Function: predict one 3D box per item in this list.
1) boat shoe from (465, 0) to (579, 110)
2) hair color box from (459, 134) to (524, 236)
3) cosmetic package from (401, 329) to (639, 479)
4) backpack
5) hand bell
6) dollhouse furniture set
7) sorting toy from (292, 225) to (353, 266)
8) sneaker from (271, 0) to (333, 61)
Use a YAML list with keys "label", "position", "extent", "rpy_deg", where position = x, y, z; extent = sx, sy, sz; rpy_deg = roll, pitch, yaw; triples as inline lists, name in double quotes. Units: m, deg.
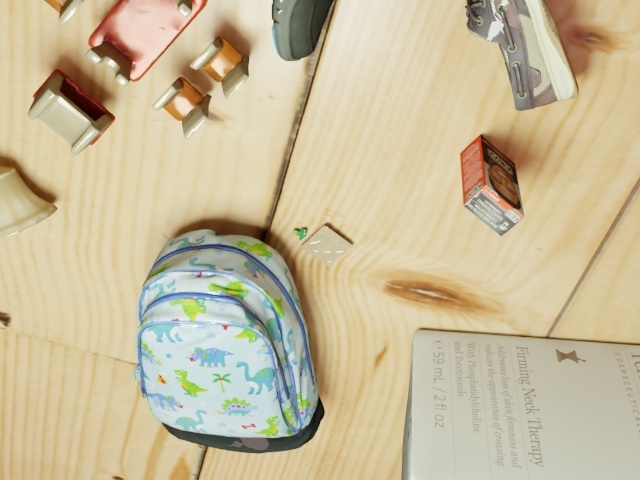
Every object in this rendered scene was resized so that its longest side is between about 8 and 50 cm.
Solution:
- label: "boat shoe"
  position: [0.217, -0.271, 0.972]
  extent: [0.092, 0.103, 0.285]
  rpy_deg: [-26, 123, 18]
- label: "hair color box"
  position: [0.224, -0.074, 1.080]
  extent: [0.072, 0.141, 0.043]
  rpy_deg: [36, 122, -17]
- label: "cosmetic package"
  position: [0.324, 0.371, 1.261]
  extent: [0.393, 0.329, 0.328]
  rpy_deg: [3, 124, 4]
- label: "backpack"
  position: [-0.147, 0.156, 1.247]
  extent: [0.289, 0.273, 0.356]
  rpy_deg: [7, 113, 11]
- label: "hand bell"
  position: [-0.491, -0.128, 1.181]
  extent: [0.126, 0.126, 0.242]
  rpy_deg: [-16, 108, 18]
- label: "dollhouse furniture set"
  position: [-0.258, -0.244, 1.061]
  extent: [0.259, 0.135, 0.262]
  rpy_deg: [-42, 111, 17]
- label: "sorting toy"
  position: [0.000, 0.000, 1.240]
  extent: [0.083, 0.012, 0.062]
  rpy_deg: [36, 126, -21]
- label: "sneaker"
  position: [0.030, -0.348, 0.930]
  extent: [0.139, 0.125, 0.341]
  rpy_deg: [12, 129, -11]
